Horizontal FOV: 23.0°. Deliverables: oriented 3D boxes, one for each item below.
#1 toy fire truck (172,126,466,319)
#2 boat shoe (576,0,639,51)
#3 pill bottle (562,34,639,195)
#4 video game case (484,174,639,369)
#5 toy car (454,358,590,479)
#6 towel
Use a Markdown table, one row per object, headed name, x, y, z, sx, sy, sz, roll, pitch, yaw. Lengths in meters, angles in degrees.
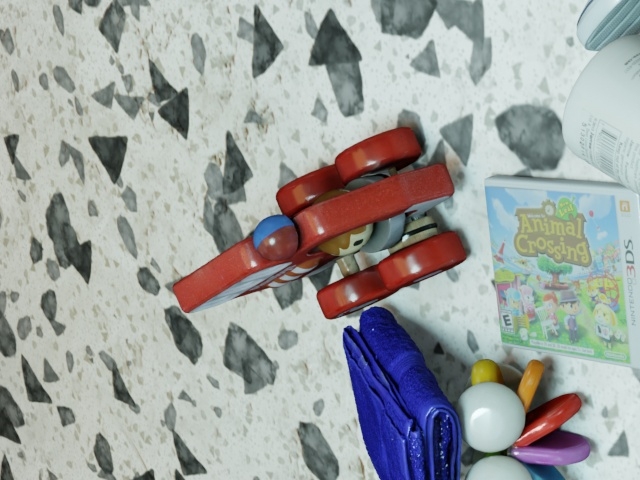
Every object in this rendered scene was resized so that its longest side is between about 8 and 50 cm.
| name | x | y | z | sx | sy | sz | roll | pitch | yaw |
| --- | --- | --- | --- | --- | --- | --- | --- | --- | --- |
| toy fire truck | 0.000 | 0.000 | 1.782 | 0.302 | 0.254 | 0.169 | -29 | 82 | 51 |
| boat shoe | 0.312 | -0.272 | 1.459 | 0.226 | 0.083 | 0.076 | -46 | 56 | 36 |
| pill bottle | 0.345 | -0.084 | 1.436 | 0.229 | 0.131 | 0.131 | 38 | 130 | 36 |
| video game case | 0.265 | 0.031 | 1.662 | 0.212 | 0.023 | 0.193 | 7 | 109 | 49 |
| toy car | 0.223 | 0.215 | 1.712 | 0.136 | 0.159 | 0.182 | -6 | 98 | 12 |
| towel | 0.091 | 0.228 | 1.788 | 0.308 | 0.076 | 0.227 | -120 | 23 | -68 |
